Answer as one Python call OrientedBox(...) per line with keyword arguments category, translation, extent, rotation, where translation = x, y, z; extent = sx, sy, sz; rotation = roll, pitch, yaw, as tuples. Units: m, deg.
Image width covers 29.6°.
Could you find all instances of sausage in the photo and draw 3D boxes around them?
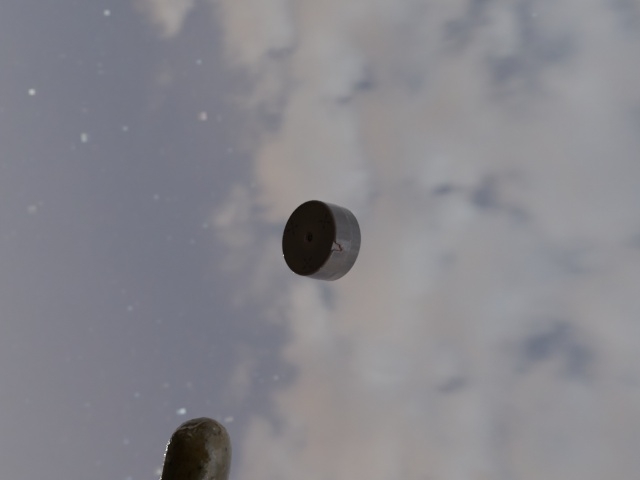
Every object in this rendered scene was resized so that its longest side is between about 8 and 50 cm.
OrientedBox(category="sausage", translation=(-0.270, 0.547, 2.203), extent=(0.123, 0.136, 0.501), rotation=(-99, -151, -71))

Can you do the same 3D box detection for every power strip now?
OrientedBox(category="power strip", translation=(0.000, 0.000, 2.330), extent=(0.154, 0.078, 0.154), rotation=(-12, -108, 43))
